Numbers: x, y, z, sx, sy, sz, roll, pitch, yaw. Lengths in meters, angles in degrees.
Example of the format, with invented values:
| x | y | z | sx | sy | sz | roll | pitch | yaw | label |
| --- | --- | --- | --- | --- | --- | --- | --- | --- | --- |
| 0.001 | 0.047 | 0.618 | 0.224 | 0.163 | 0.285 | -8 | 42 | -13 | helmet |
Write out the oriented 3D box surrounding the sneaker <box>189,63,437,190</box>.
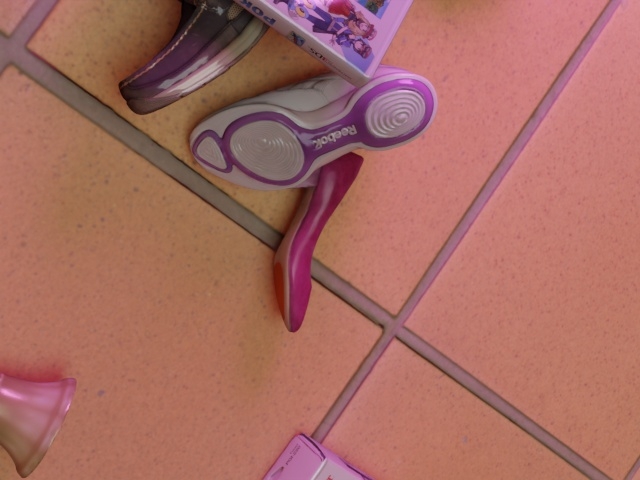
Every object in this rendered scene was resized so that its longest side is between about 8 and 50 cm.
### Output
| x | y | z | sx | sy | sz | roll | pitch | yaw | label |
| --- | --- | --- | --- | --- | --- | --- | --- | --- | --- |
| -0.011 | -0.148 | 1.108 | 0.305 | 0.152 | 0.114 | -12 | 115 | 0 | sneaker |

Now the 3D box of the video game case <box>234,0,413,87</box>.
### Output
| x | y | z | sx | sy | sz | roll | pitch | yaw | label |
| --- | --- | --- | --- | --- | --- | --- | --- | --- | --- |
| -0.003 | -0.381 | 0.982 | 0.300 | 0.036 | 0.329 | 33 | 68 | -14 | video game case |

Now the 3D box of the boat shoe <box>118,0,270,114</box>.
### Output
| x | y | z | sx | sy | sz | roll | pitch | yaw | label |
| --- | --- | --- | --- | --- | --- | --- | --- | --- | --- |
| -0.110 | -0.285 | 1.015 | 0.355 | 0.132 | 0.130 | -47 | 107 | -20 | boat shoe |

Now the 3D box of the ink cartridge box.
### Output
| x | y | z | sx | sy | sz | roll | pitch | yaw | label |
| --- | --- | --- | --- | --- | --- | --- | --- | --- | --- |
| 0.014 | 0.404 | 1.285 | 0.218 | 0.092 | 0.158 | 39 | 84 | -29 | ink cartridge box |

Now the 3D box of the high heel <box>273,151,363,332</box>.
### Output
| x | y | z | sx | sy | sz | roll | pitch | yaw | label |
| --- | --- | --- | --- | --- | --- | --- | --- | --- | --- |
| 0.000 | 0.000 | 1.169 | 0.117 | 0.082 | 0.244 | -1 | 92 | -17 | high heel |

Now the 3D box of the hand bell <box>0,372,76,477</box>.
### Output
| x | y | z | sx | sy | sz | roll | pitch | yaw | label |
| --- | --- | --- | --- | --- | --- | --- | --- | --- | --- |
| -0.414 | 0.161 | 0.994 | 0.242 | 0.126 | 0.126 | 32 | 88 | -20 | hand bell |
